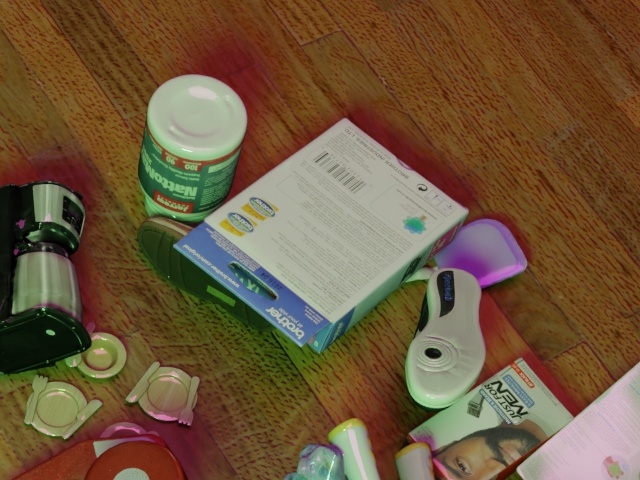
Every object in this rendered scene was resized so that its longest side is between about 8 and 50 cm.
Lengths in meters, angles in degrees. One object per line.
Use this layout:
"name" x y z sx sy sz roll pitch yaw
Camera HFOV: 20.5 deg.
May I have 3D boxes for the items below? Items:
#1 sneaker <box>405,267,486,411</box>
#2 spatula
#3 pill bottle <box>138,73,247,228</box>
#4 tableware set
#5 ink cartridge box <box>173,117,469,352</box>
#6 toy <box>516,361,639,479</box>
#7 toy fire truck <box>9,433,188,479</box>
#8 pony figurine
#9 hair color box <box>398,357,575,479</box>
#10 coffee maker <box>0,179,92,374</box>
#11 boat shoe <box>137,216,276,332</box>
"sneaker" 0.130 0.138 1.877 0.079 0.121 0.217 13 36 5
"spatula" 0.087 0.044 1.991 0.296 0.030 0.084 -16 61 -20
"pill bottle" -0.144 -0.088 1.936 0.108 0.180 0.108 5 57 -8
"tableware set" -0.217 0.167 1.854 0.169 0.020 0.141 27 57 6
"ink cartridge box" 0.000 0.000 1.921 0.186 0.065 0.311 38 45 15
"toy" 0.331 0.230 1.905 0.237 0.056 0.137 -37 84 -22
"toy fire truck" -0.236 0.328 1.677 0.254 0.169 0.302 -6 57 6
"pony figurine" 0.090 0.352 1.636 0.303 0.351 0.363 -31 66 13
"hair color box" 0.178 0.208 1.892 0.167 0.053 0.093 -32 70 -26
"coffee maker" -0.328 0.038 1.848 0.171 0.120 0.178 -5 54 -3
"boat shoe" -0.111 0.028 1.945 0.190 0.068 0.072 35 44 7
